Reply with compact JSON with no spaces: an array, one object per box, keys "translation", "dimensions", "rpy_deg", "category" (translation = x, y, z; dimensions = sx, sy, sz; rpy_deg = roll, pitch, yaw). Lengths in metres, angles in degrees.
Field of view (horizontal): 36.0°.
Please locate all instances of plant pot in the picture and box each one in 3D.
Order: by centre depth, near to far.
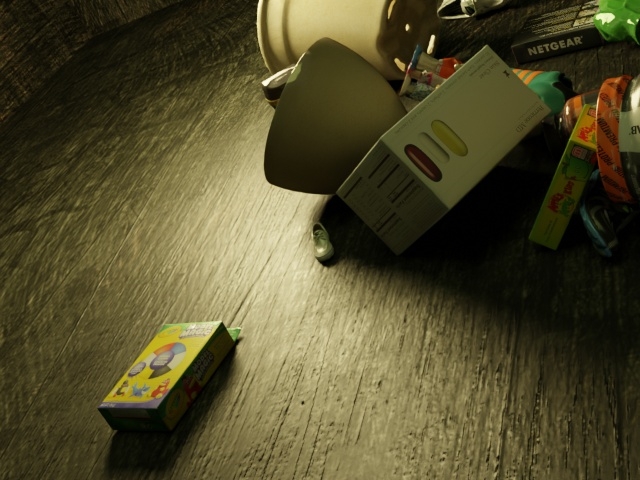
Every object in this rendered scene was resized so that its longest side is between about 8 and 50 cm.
[{"translation":[0.047,-0.195,1.764],"dimensions":[0.191,0.284,0.284],"rpy_deg":[24,46,13],"category":"plant pot"},{"translation":[0.085,-0.480,2.183],"dimensions":[0.305,0.334,0.334],"rpy_deg":[14,47,38],"category":"plant pot"}]

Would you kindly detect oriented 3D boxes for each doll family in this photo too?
[{"translation":[0.224,-0.253,1.754],"dimensions":[0.263,0.163,0.118],"rpy_deg":[-51,-20,-87],"category":"doll family"}]

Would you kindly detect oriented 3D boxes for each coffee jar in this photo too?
[{"translation":[-0.044,-0.263,2.010],"dimensions":[0.096,0.184,0.079],"rpy_deg":[-31,26,-7],"category":"coffee jar"}]

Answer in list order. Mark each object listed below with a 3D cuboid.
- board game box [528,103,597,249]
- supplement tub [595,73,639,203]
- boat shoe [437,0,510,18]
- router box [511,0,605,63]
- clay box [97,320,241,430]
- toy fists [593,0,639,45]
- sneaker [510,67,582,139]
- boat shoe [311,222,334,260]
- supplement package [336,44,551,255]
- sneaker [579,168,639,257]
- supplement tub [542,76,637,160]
[{"translation":[0.340,-0.084,1.340],"dimensions":[0.043,0.181,0.092],"rpy_deg":[23,45,12],"category":"board game box"},{"translation":[0.521,-0.134,1.189],"dimensions":[0.338,0.207,0.207],"rpy_deg":[-3,35,30],"category":"supplement tub"},{"translation":[0.360,-0.549,2.284],"dimensions":[0.076,0.083,0.226],"rpy_deg":[-51,21,-18],"category":"boat shoe"},{"translation":[0.480,-0.415,1.945],"dimensions":[0.179,0.046,0.133],"rpy_deg":[-8,33,36],"category":"router box"},{"translation":[-0.225,0.195,1.507],"dimensions":[0.127,0.053,0.222],"rpy_deg":[-7,34,35],"category":"clay box"},{"translation":[0.634,-0.442,1.798],"dimensions":[0.279,0.096,0.142],"rpy_deg":[-30,37,-7],"category":"toy fists"},{"translation":[0.365,-0.241,1.696],"dimensions":[0.121,0.108,0.302],"rpy_deg":[-9,22,-3],"category":"sneaker"},{"translation":[0.000,0.000,1.664],"dimensions":[0.035,0.035,0.100],"rpy_deg":[-23,26,9],"category":"boat shoe"},{"translation":[0.187,-0.136,1.517],"dimensions":[0.262,0.145,0.204],"rpy_deg":[-43,-3,-27],"category":"supplement package"},{"translation":[0.400,-0.048,1.335],"dimensions":[0.078,0.067,0.188],"rpy_deg":[-14,27,32],"category":"sneaker"},{"translation":[0.442,-0.182,1.494],"dimensions":[0.198,0.106,0.106],"rpy_deg":[-15,29,23],"category":"supplement tub"}]
